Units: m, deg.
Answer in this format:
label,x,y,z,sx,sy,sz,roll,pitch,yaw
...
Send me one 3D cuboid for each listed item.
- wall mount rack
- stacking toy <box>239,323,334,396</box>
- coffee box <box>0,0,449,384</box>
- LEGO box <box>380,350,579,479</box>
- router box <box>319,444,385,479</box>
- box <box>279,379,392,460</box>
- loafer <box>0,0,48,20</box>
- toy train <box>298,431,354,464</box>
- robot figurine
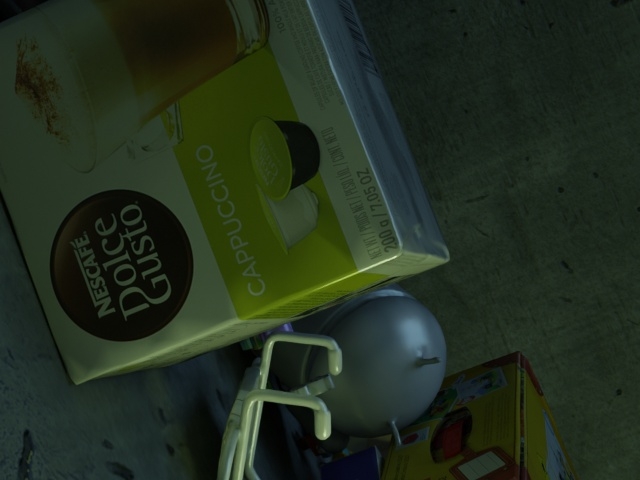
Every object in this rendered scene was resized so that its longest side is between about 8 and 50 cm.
label,x,y,z,sx,sy,sz,roll,pitch,yaw
wall mount rack,-0.046,0.276,1.676,0.350,0.130,0.304,-74,172,-75
stacking toy,-0.065,0.117,1.895,0.167,0.052,0.221,69,-22,-2
coffee box,-0.102,-0.078,1.487,0.338,0.334,0.338,3,66,-78
LEGO box,0.237,0.402,1.895,0.500,0.193,0.373,-57,124,-76
router box,0.106,0.474,1.867,0.335,0.082,0.301,-96,160,-54
box,0.034,0.214,2.287,0.311,0.121,0.148,57,14,-52
loafer,-0.302,-0.348,1.629,0.134,0.130,0.366,56,14,-51
toy train,0.010,0.310,2.164,0.166,0.046,0.125,59,13,-27
robot figurine,0.030,0.129,1.999,0.353,0.199,0.300,38,-58,48
